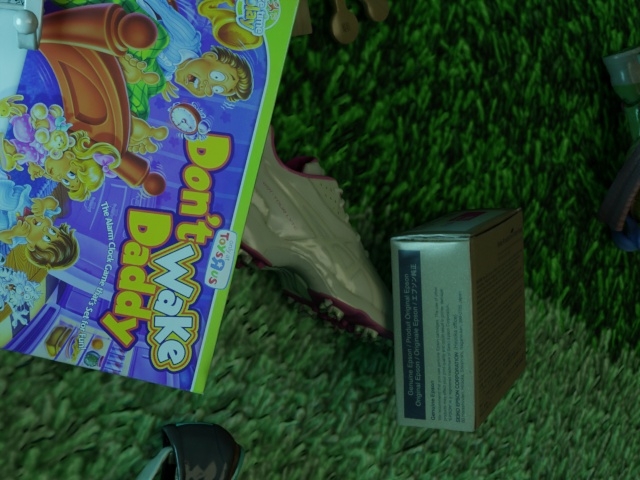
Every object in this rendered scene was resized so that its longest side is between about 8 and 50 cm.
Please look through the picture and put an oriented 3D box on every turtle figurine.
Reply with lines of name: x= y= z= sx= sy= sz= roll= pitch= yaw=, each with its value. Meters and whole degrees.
turtle figurine: x=0.479 y=-0.129 z=1.194 sx=0.198 sy=0.274 sz=0.266 roll=-42 pitch=116 yaw=-61

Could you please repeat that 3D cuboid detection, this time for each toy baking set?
toy baking set: x=0.000 y=-0.319 z=0.959 sx=0.196 sy=0.030 sz=0.256 roll=12 pitch=89 yaw=-36

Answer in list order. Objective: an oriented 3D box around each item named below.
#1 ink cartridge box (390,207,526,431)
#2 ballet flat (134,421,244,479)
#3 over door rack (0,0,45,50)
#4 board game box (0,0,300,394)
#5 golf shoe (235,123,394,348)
ink cartridge box: x=0.153 y=0.073 z=0.999 sx=0.234 sy=0.088 sz=0.193 roll=-18 pitch=106 yaw=-64
ballet flat: x=-0.163 y=0.302 z=0.883 sx=0.096 sy=0.095 sz=0.281 roll=26 pitch=70 yaw=-23
over door rack: x=-0.307 y=-0.314 z=0.664 sx=0.239 sy=0.108 sz=0.324 roll=6 pitch=92 yaw=-12
board game box: x=-0.169 y=-0.070 z=0.786 sx=0.233 sy=0.078 sz=0.347 roll=14 pitch=87 yaw=-7
golf shoe: x=0.000 y=0.000 z=0.941 sx=0.306 sy=0.115 sz=0.140 roll=37 pitch=71 yaw=-31
